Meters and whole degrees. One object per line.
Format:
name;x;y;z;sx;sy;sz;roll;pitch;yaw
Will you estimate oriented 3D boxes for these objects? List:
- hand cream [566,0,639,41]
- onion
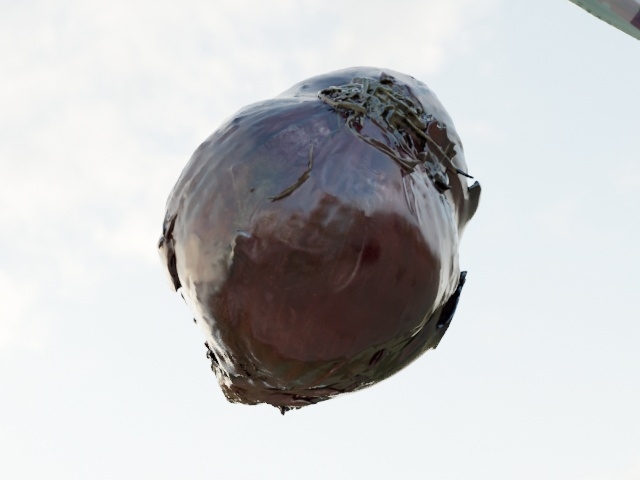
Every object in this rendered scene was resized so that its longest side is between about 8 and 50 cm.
hand cream;0.180;-0.222;1.233;0.058;0.331;0.085;-52;3;23
onion;0.006;-0.017;1.163;0.221;0.281;0.281;21;-27;3
